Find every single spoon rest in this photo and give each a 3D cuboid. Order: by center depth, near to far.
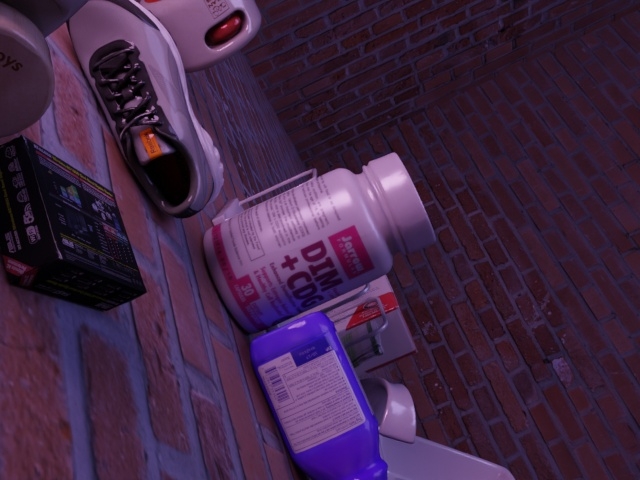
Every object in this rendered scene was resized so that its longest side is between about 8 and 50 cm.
[{"bbox_3d":[0.076,0.260,1.051,0.276,0.137,0.084,156,-46,-70],"label":"spoon rest"}]

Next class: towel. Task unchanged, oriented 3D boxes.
[{"bbox_3d":[0.033,0.193,1.078,0.023,0.152,0.113,55,8,-12],"label":"towel"}]

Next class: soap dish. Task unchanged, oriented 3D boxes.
[{"bbox_3d":[0.191,0.426,1.073,0.229,0.290,0.118,-96,-155,-79],"label":"soap dish"}]

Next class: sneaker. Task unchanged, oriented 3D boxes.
[{"bbox_3d":[-0.189,-0.147,0.723,0.108,0.100,0.272,-87,152,-70],"label":"sneaker"}]

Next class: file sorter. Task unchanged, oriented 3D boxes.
[{"bbox_3d":[-0.028,0.038,1.094,0.193,0.173,0.278,-94,159,-78],"label":"file sorter"}]

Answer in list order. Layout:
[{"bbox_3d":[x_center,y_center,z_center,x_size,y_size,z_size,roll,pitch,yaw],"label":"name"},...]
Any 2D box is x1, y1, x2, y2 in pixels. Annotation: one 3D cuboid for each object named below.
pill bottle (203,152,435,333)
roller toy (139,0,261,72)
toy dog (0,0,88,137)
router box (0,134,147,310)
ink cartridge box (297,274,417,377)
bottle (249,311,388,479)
[{"bbox_3d":[0.000,0.000,0.903,0.160,0.283,0.160,-25,90,-85],"label":"pill bottle"},{"bbox_3d":[-0.212,-0.405,1.169,0.191,0.209,0.146,-80,149,-46],"label":"roller toy"},{"bbox_3d":[-0.166,-0.227,0.375,0.220,0.334,0.161,37,4,39],"label":"toy dog"},{"bbox_3d":[-0.177,-0.007,0.468,0.122,0.038,0.092,53,14,-71],"label":"router box"},{"bbox_3d":[0.060,0.150,1.328,0.273,0.197,0.114,-102,168,-68],"label":"ink cartridge box"},{"bbox_3d":[0.012,0.235,0.837,0.283,0.118,0.092,65,4,8],"label":"bottle"}]
